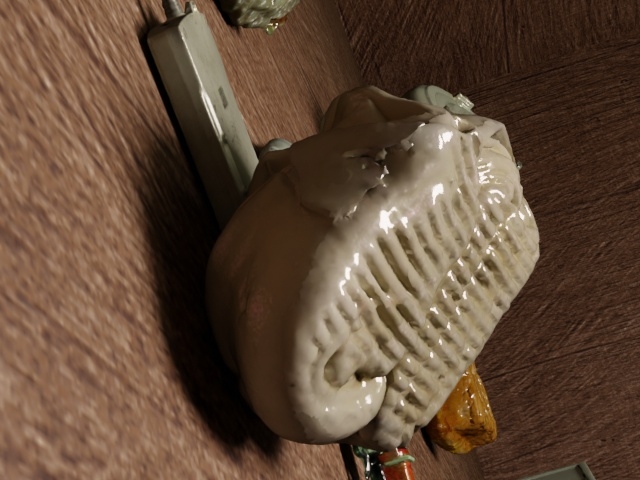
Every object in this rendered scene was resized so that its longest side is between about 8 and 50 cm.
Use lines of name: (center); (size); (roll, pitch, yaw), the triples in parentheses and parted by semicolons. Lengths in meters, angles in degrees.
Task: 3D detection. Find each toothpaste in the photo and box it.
toothpaste: (-0.029, -0.066, 0.874); (0.255, 0.037, 0.067); (-12, 85, -86)

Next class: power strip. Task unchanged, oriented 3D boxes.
power strip: (-0.064, -0.057, 0.616); (0.080, 0.029, 0.226); (-78, 150, -71)

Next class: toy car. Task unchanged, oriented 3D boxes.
toy car: (0.049, 0.176, 0.790); (0.073, 0.054, 0.143); (50, 22, -68)

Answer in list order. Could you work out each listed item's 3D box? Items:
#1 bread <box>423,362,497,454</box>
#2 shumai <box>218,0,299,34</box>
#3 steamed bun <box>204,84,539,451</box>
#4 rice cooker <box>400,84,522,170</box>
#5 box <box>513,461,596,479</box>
bread: (0.183, 0.164, 1.586); (0.185, 0.109, 0.380); (47, 23, -54)
shumai: (-0.043, -0.296, 0.897); (0.184, 0.142, 0.184); (-19, 90, -79)
steamed bun: (0.016, 0.006, 0.546); (0.144, 0.218, 0.211); (24, -13, 33)
rice cooker: (0.148, -0.083, 1.369); (0.226, 0.244, 0.226); (39, 21, -18)
box: (0.299, 0.424, 1.347); (0.225, 0.225, 0.117); (-3, 75, -82)
